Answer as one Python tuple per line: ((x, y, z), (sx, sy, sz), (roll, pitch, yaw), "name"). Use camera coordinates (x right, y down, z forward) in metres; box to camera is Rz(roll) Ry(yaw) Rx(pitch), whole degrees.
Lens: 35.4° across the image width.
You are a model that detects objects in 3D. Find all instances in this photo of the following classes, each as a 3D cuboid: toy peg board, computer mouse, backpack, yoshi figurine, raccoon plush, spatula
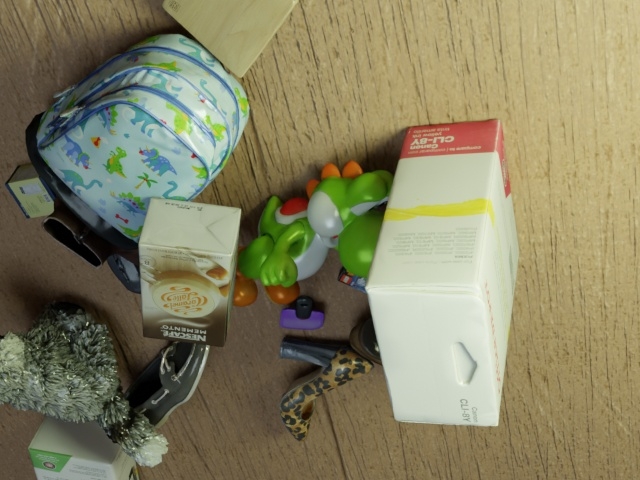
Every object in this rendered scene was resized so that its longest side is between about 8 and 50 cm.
((-0.120, -0.356, 1.465), (0.160, 0.079, 0.161), (43, 129, -1), "toy peg board")
((-0.393, 0.016, 1.879), (0.071, 0.041, 0.242), (-22, 121, 31), "computer mouse")
((-0.274, -0.159, 1.577), (0.355, 0.273, 0.290), (-35, 108, 22), "backpack")
((0.004, 0.025, 1.661), (0.203, 0.204, 0.362), (39, 132, -20), "yoshi figurine")
((-0.514, 0.309, 1.931), (0.446, 0.299, 0.216), (40, 125, 7), "raccoon plush")
((-0.030, 0.130, 1.793), (0.084, 0.030, 0.296), (4, 169, -2), "spatula")

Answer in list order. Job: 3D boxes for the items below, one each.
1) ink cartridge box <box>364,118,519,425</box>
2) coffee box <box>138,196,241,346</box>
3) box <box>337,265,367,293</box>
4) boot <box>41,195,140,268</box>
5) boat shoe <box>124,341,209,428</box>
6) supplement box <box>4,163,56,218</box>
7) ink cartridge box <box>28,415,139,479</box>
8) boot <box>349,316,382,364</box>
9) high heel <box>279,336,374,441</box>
((0.194, 0.043, 1.501), (0.160, 0.385, 0.279), (-1, 129, 17), "ink cartridge box")
((-0.204, 0.055, 1.573), (0.141, 0.098, 0.246), (7, 141, -1), "coffee box")
((0.099, 0.039, 1.767), (0.094, 0.027, 0.137), (24, 132, -8), "box")
((-0.366, 0.008, 1.744), (0.248, 0.207, 0.090), (41, 108, -17), "boot")
((-0.321, 0.285, 2.039), (0.095, 0.112, 0.335), (17, 137, -21), "boat shoe")
((-0.503, -0.092, 1.803), (0.083, 0.056, 0.083), (-8, 127, 22), "supplement box")
((-0.539, 0.544, 2.329), (0.201, 0.117, 0.278), (8, 131, 9), "ink cartridge box")
((0.195, 0.223, 1.876), (0.305, 0.112, 0.115), (26, 162, -13), "boot")
((0.016, 0.313, 1.982), (0.186, 0.093, 0.261), (8, 123, 17), "high heel")
